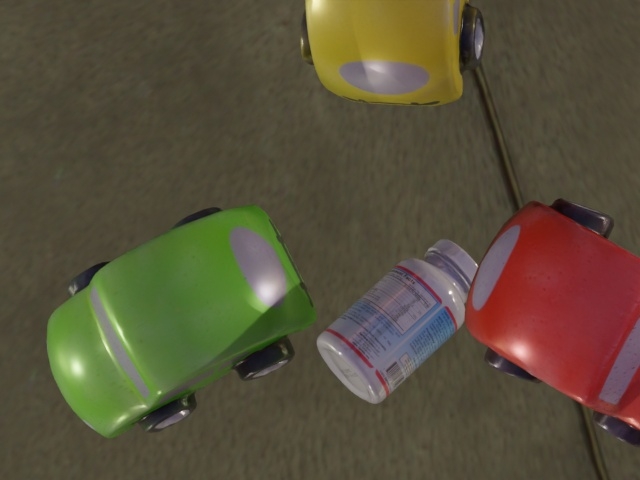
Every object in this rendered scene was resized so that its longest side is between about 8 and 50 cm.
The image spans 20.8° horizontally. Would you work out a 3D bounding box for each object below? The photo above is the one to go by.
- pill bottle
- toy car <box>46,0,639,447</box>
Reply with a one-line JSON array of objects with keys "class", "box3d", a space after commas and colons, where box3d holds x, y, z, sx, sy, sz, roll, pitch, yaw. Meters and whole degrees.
[{"class": "pill bottle", "box3d": [0.080, 0.074, 1.665, 0.160, 0.087, 0.087, -41, 97, -15]}, {"class": "toy car", "box3d": [0.000, 0.000, 0.583, 0.225, 0.053, 0.239, -30, 81, 12]}]
